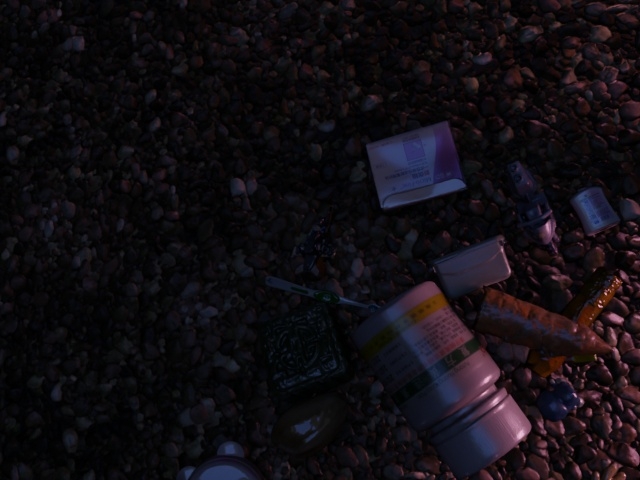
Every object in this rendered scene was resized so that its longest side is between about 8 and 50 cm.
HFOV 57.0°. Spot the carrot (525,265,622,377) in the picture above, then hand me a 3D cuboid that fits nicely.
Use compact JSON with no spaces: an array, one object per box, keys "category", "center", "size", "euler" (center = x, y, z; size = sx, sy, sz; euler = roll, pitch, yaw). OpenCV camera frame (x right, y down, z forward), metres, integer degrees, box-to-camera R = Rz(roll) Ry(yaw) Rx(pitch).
[{"category":"carrot","center":[0.512,0.165,1.192],"size":[0.070,0.070,0.260],"euler":[39,89,18]}]

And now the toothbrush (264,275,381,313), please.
[{"category":"toothbrush","center":[0.009,0.127,1.350],"size":[0.303,0.030,0.030],"euler":[14,81,19]}]

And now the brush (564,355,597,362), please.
[{"category":"brush","center":[0.518,0.240,1.201],"size":[0.083,0.021,0.019],"euler":[-14,77,29]}]

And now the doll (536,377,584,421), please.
[{"category":"doll","center":[0.474,0.319,1.181],"size":[0.083,0.050,0.076],"euler":[-39,68,5]}]

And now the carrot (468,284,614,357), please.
[{"category":"carrot","center":[0.426,0.168,1.137],"size":[0.262,0.102,0.102],"euler":[16,82,19]}]

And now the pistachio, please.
[{"category":"pistachio","center":[-0.021,0.392,1.260],"size":[0.185,0.126,0.108],"euler":[-29,113,5]}]

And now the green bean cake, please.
[{"category":"green bean cake","center":[-0.035,0.242,1.294],"size":[0.183,0.094,0.185],"euler":[-23,62,10]}]

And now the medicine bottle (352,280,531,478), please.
[{"category":"medicine bottle","center":[0.237,0.271,1.164],"size":[0.208,0.208,0.340],"euler":[-36,72,4]}]

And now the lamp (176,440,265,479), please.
[{"category":"lamp","center":[-0.189,0.568,1.257],"size":[0.179,0.108,0.246],"euler":[-32,80,1]}]

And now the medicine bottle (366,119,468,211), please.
[{"category":"medicine bottle","center":[0.220,-0.166,1.348],"size":[0.201,0.052,0.171],"euler":[-14,76,12]}]

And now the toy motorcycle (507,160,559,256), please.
[{"category":"toy motorcycle","center":[0.439,-0.069,1.235],"size":[0.080,0.122,0.216],"euler":[-24,73,24]}]

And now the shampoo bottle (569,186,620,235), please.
[{"category":"shampoo bottle","center":[0.574,-0.067,1.242],"size":[0.072,0.043,0.099],"euler":[-24,73,7]}]

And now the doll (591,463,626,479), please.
[{"category":"doll","center":[0.546,0.479,1.140],"size":[0.061,0.051,0.093],"euler":[39,60,19]}]

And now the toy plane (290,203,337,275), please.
[{"category":"toy plane","center":[-0.007,-0.005,1.361],"size":[0.135,0.062,0.189],"euler":[3,75,41]}]

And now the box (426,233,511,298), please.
[{"category":"box","center":[0.317,0.059,1.243],"size":[0.172,0.124,0.093],"euler":[-22,84,9]}]
